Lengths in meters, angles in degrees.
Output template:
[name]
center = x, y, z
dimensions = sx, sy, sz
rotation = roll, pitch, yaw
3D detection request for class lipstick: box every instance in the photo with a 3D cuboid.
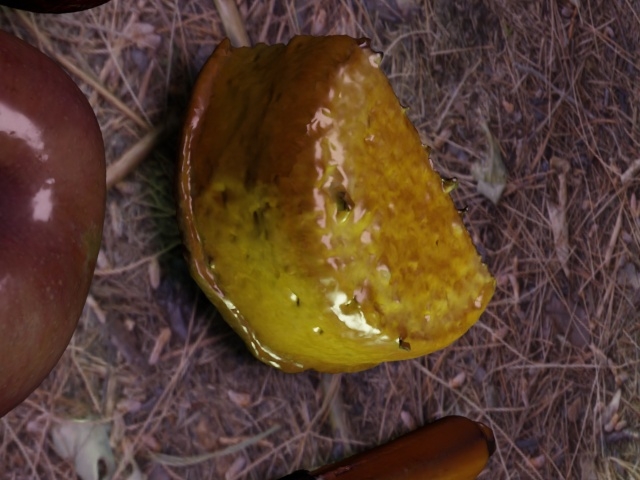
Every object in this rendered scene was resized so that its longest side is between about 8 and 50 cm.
[lipstick]
center = 0.024, 0.231, 1.395
dimensions = 0.418, 0.077, 0.077
rotation = -13, 93, -48

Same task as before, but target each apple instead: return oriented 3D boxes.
[apple]
center = -0.276, -0.003, 0.995
dimensions = 0.306, 0.235, 0.305
rotation = 9, 78, -44

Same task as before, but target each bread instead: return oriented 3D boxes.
[bread]
center = 0.000, 0.000, 1.320
dimensions = 0.179, 0.194, 0.340
rotation = -55, 126, -39

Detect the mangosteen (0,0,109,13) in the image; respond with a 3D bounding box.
[mangosteen]
center = -0.197, -0.277, 1.140
dimensions = 0.216, 0.216, 0.216
rotation = 10, 76, -46
